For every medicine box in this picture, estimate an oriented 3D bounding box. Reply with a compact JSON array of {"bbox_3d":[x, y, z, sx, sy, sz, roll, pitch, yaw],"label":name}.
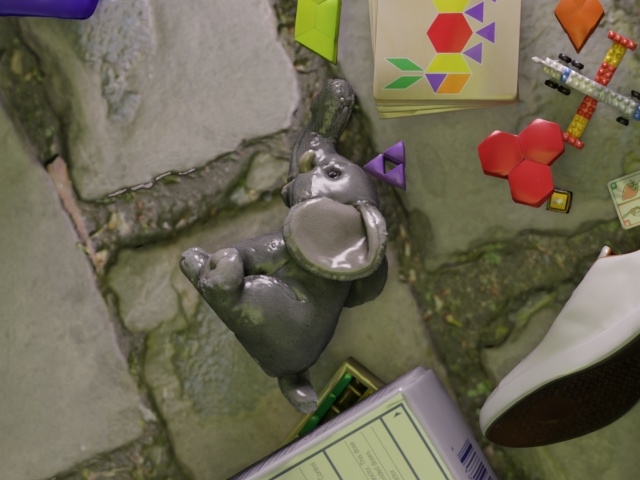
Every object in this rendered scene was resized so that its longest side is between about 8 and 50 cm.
[{"bbox_3d":[0.036,0.305,1.826,0.289,0.149,0.263,-31,89,12],"label":"medicine box"}]

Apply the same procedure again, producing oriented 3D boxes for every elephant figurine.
[{"bbox_3d":[0.000,0.000,1.851,0.239,0.169,0.186,-39,116,-4],"label":"elephant figurine"}]

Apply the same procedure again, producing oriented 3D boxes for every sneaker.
[{"bbox_3d":[0.263,0.087,1.843,0.290,0.123,0.106,-37,131,25],"label":"sneaker"}]

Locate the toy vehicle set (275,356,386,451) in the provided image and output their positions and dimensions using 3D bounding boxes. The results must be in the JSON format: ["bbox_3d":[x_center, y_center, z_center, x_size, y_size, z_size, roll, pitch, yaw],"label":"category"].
[{"bbox_3d":[0.013,0.268,1.923,0.166,0.035,0.267,37,101,6],"label":"toy vehicle set"}]

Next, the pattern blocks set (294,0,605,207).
[{"bbox_3d":[0.118,-0.202,1.825,0.285,0.026,0.324,9,82,14],"label":"pattern blocks set"}]

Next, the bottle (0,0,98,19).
[{"bbox_3d":[-0.266,-0.355,1.890,0.118,0.092,0.282,5,96,12],"label":"bottle"}]

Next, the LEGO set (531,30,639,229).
[{"bbox_3d":[0.309,-0.112,1.822,0.244,0.060,0.182,-20,87,13],"label":"LEGO set"}]
